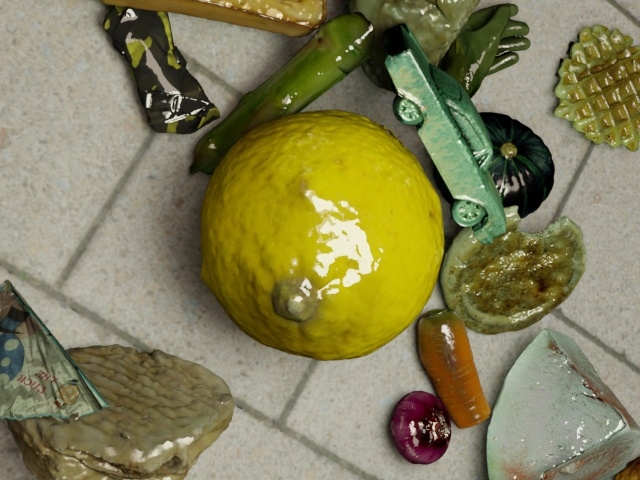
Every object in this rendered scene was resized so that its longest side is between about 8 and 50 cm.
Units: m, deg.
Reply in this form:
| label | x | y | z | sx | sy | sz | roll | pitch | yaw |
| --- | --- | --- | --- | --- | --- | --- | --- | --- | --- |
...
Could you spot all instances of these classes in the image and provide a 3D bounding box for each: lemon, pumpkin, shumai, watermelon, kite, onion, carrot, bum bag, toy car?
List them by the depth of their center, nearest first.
| label | x | y | z | sx | sy | sz | roll | pitch | yaw |
| --- | --- | --- | --- | --- | --- | --- | --- | --- | --- |
| kite | -0.451 | 0.201 | 1.385 | 0.406 | 0.014 | 0.368 | -5 | 50 | 13 |
| shumai | -0.291 | 0.300 | 1.474 | 0.314 | 0.267 | 0.262 | 13 | 115 | 7 |
| lemon | 0.000 | 0.000 | 1.475 | 0.350 | 0.387 | 0.350 | 2 | 120 | 4 |
| toy car | 0.181 | -0.151 | 1.514 | 0.097 | 0.141 | 0.320 | -26 | 114 | 14 |
| bum bag | -0.236 | -0.261 | 1.560 | 0.107 | 0.060 | 0.232 | -29 | 92 | -25 |
| shumai | 0.103 | -0.419 | 1.615 | 0.288 | 0.292 | 0.330 | 32 | 108 | -4 |
| onion | 0.161 | 0.291 | 1.668 | 0.115 | 0.104 | 0.115 | 5 | 82 | -38 |
| carrot | 0.207 | 0.204 | 1.702 | 0.087 | 0.087 | 0.193 | -19 | 98 | -21 |
| pumpkin | 0.275 | -0.116 | 1.705 | 0.194 | 0.150 | 0.194 | 1 | 88 | -18 |
| watermelon | 0.416 | 0.325 | 1.709 | 0.289 | 0.214 | 0.320 | 37 | 63 | -29 |

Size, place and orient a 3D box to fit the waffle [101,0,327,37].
| label | x | y | z | sx | sy | sz | roll | pitch | yaw |
| --- | --- | --- | --- | --- | --- | --- | --- | --- | --- |
| waffle | -0.160 | -0.454 | 1.559 | 0.348 | 0.077 | 0.304 | 6 | 75 | -20 |

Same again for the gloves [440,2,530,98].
| label | x | y | z | sx | sy | sz | roll | pitch | yaw |
| --- | --- | --- | --- | --- | --- | --- | --- | --- | --- |
| gloves | 0.247 | -0.292 | 1.722 | 0.107 | 0.135 | 0.268 | 37 | 61 | 8 |

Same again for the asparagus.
| label | x | y | z | sx | sy | sz | roll | pitch | yaw |
| --- | --- | --- | --- | --- | --- | --- | --- | --- | --- |
| asparagus | -0.058 | -0.209 | 1.579 | 0.343 | 0.085 | 0.082 | -40 | 109 | 12 |

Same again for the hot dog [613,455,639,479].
| label | x | y | z | sx | sy | sz | roll | pitch | yaw |
| --- | --- | --- | --- | --- | --- | --- | --- | --- | --- |
| hot dog | 0.627 | 0.544 | 1.800 | 0.267 | 0.174 | 0.387 | -24 | 96 | -25 |

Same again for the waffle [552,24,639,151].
| label | x | y | z | sx | sy | sz | roll | pitch | yaw |
| --- | --- | --- | --- | --- | --- | --- | --- | --- | --- |
| waffle | 0.498 | -0.262 | 1.850 | 0.208 | 0.054 | 0.214 | 22 | 74 | -16 |

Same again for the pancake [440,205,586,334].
| label | x | y | z | sx | sy | sz | roll | pitch | yaw |
| --- | --- | --- | --- | --- | --- | --- | --- | --- | --- |
| pancake | 0.307 | 0.053 | 1.704 | 0.254 | 0.037 | 0.253 | -7 | 126 | -10 |
